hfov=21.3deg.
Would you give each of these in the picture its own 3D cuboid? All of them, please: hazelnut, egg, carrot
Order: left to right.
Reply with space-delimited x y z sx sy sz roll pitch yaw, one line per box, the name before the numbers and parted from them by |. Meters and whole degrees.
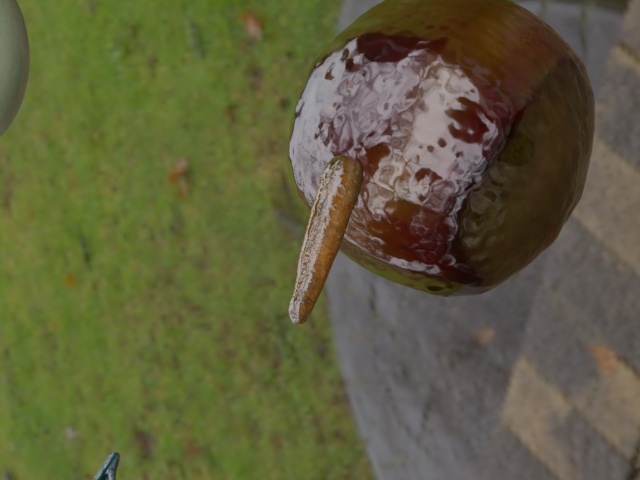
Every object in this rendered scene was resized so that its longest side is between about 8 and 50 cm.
egg | -0.423 -0.215 1.921 0.186 0.186 0.253 -32 64 56
carrot | 0.000 0.000 1.795 0.047 0.047 0.191 1 68 56
hazelnut | 0.158 -0.139 2.246 0.353 0.420 0.421 66 -176 -83

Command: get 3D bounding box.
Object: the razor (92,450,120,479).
razor | -0.052 0.145 0.804 0.190 0.066 0.033 3 144 46
